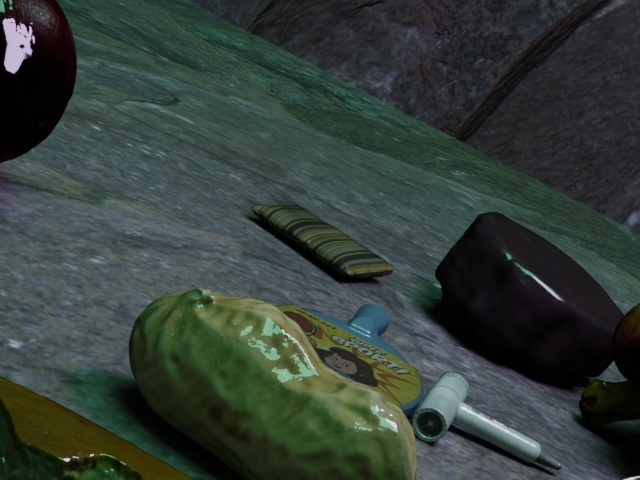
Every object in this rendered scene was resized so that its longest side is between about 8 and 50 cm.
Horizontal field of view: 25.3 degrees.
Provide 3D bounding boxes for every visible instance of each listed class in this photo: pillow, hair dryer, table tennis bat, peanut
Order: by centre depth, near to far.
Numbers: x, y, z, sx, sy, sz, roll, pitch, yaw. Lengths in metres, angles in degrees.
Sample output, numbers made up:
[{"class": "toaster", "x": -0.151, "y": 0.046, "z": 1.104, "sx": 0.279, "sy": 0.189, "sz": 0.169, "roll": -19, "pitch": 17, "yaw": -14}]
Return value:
[{"class": "peanut", "x": -0.041, "y": 0.147, "z": 1.302, "sx": 0.325, "sy": 0.153, "sz": 0.140, "roll": 26, "pitch": 18, "yaw": 31}, {"class": "hair dryer", "x": 0.199, "y": 0.224, "z": 1.632, "sx": 0.183, "sy": 0.044, "sz": 0.155, "roll": 31, "pitch": 18, "yaw": 9}, {"class": "table tennis bat", "x": 0.027, "y": 0.131, "z": 1.677, "sx": 0.215, "sy": 0.044, "sz": 0.329, "roll": 26, "pitch": 17, "yaw": 9}, {"class": "pillow", "x": 0.000, "y": 0.000, "z": 2.068, "sx": 0.203, "sy": 0.038, "sz": 0.113, "roll": 34, "pitch": 21, "yaw": 33}]

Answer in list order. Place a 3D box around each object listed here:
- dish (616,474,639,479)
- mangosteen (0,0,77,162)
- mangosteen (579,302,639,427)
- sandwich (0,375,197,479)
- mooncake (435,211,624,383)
[{"class": "dish", "x": 0.384, "y": 0.308, "z": 1.598, "sx": 0.141, "sy": 0.078, "sz": 0.141, "roll": -9, "pitch": -2, "yaw": 0}, {"class": "mangosteen", "x": -0.429, "y": -0.223, "z": 1.660, "sx": 0.297, "sy": 0.293, "sz": 0.297, "roll": 16, "pitch": 6, "yaw": -2}, {"class": "mangosteen", "x": 0.564, "y": 0.164, "z": 1.824, "sx": 0.435, "sy": 0.382, "sz": 0.382, "roll": 7, "pitch": 16, "yaw": 0}, {"class": "sandwich", "x": -0.184, "y": 0.190, "z": 1.001, "sx": 0.235, "sy": 0.122, "sz": 0.128, "roll": 27, "pitch": 11, "yaw": 15}, {"class": "mooncake", "x": 0.300, "y": 0.090, "z": 2.041, "sx": 0.283, "sy": 0.141, "sz": 0.283, "roll": 31, "pitch": 18, "yaw": -11}]
